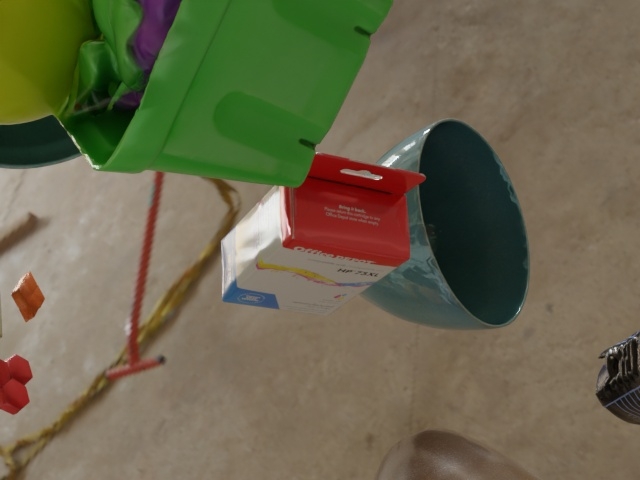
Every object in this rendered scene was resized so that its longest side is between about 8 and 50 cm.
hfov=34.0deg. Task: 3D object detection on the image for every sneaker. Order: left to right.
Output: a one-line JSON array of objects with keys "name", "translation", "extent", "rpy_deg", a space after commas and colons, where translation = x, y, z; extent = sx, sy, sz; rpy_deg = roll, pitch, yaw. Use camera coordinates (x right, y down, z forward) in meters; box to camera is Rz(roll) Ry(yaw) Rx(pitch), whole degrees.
[{"name": "sneaker", "translation": [0.287, 0.120, 0.925], "extent": [0.090, 0.232, 0.081], "rpy_deg": [3, 67, 19]}]

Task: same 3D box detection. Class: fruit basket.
[{"name": "fruit basket", "translation": [-0.185, -0.200, 0.821], "extent": [0.283, 0.392, 0.392], "rpy_deg": [-63, 35, 9]}]

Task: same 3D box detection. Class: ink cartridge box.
[{"name": "ink cartridge box", "translation": [0.000, 0.000, 1.084], "extent": [0.231, 0.134, 0.078], "rpy_deg": [-40, 46, 55]}]

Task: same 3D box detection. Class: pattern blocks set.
[{"name": "pattern blocks set", "translation": [-0.477, 0.047, 1.348], "extent": [0.026, 0.285, 0.324], "rpy_deg": [-31, 46, 26]}]

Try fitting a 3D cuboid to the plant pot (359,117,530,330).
[{"name": "plant pot", "translation": [0.136, -0.003, 1.462], "extent": [0.195, 0.290, 0.290], "rpy_deg": [-17, 49, 35]}]

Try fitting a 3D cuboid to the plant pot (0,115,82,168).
[{"name": "plant pot", "translation": [-0.341, -0.255, 1.202], "extent": [0.293, 0.293, 0.196], "rpy_deg": [-45, 57, 10]}]

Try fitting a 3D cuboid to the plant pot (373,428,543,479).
[{"name": "plant pot", "translation": [0.116, 0.255, 0.854], "extent": [0.215, 0.215, 0.230], "rpy_deg": [-47, 17, 8]}]
